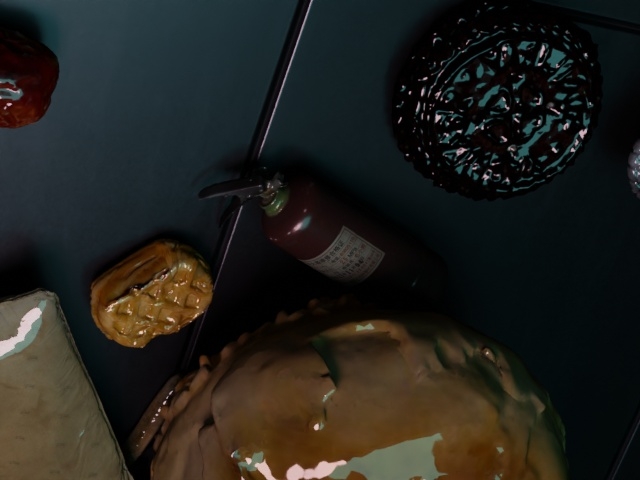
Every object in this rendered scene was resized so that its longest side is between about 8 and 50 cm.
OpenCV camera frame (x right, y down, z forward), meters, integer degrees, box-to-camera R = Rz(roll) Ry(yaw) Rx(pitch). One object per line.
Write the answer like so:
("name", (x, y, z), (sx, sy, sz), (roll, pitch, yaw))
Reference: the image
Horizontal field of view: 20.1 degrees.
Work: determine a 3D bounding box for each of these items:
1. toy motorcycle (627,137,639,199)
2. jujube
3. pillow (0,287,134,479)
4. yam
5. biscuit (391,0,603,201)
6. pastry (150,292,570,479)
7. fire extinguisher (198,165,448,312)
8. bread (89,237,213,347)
("toy motorcycle", (0.418, -0.126, 1.637), (0.307, 0.108, 0.173), (-11, 118, -16))
("jujube", (-0.267, -0.134, 1.398), (0.129, 0.077, 0.077), (20, 111, -21))
("pillow", (-0.272, 0.175, 1.577), (0.185, 0.075, 0.302), (-15, 126, 3))
("yam", (-0.157, 0.169, 1.653), (0.021, 0.021, 0.116), (27, 107, -31))
("biscuit", (0.155, -0.119, 1.573), (0.194, 0.053, 0.194), (-9, 123, -15))
("pastry", (0.029, 0.223, 1.608), (0.409, 0.245, 0.409), (-6, 129, -7))
("fire extinguisher", (0.000, 0.000, 1.585), (0.231, 0.071, 0.099), (30, 134, -31))
("bread", (-0.146, 0.048, 1.570), (0.110, 0.044, 0.083), (-30, 127, -4))
